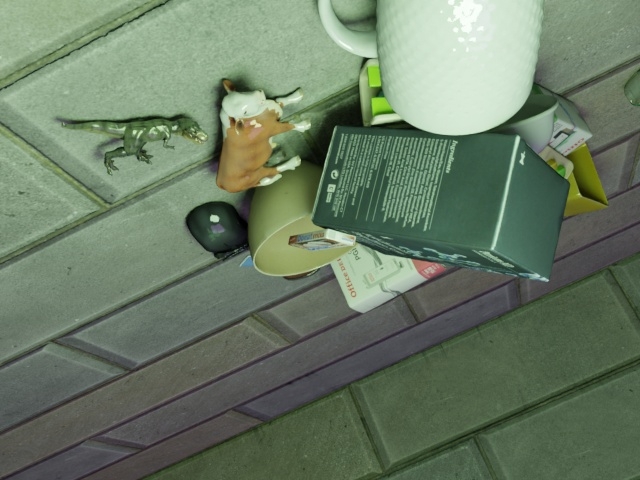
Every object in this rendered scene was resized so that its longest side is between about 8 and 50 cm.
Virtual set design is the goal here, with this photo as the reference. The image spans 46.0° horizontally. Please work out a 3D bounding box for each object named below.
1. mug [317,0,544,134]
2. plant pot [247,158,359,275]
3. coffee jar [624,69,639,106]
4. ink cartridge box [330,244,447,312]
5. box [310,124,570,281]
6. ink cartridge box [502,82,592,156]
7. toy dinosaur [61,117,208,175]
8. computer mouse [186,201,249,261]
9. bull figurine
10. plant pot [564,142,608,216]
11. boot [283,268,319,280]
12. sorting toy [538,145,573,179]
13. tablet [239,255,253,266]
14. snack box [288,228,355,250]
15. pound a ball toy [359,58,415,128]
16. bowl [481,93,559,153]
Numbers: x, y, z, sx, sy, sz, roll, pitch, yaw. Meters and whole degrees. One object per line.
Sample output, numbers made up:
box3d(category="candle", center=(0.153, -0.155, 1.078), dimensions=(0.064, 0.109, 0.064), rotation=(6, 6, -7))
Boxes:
box3d(category="mug", center=(0.179, -0.385, 1.242), dimensions=(0.374, 0.276, 0.328), rotation=(5, 151, 11))
box3d(category="plant pot", center=(-0.049, -0.071, 1.716), dimensions=(0.284, 0.191, 0.284), rotation=(-19, 155, -10))
box3d(category="coffee jar", center=(0.896, -0.405, 1.977), dimensions=(0.184, 0.079, 0.096), rotation=(-10, 152, -27))
box3d(category="ink cartridge box", center=(0.179, 0.050, 2.123), dimensions=(0.283, 0.207, 0.117), rotation=(-30, 158, 14))
box3d(category="box", center=(0.238, -0.074, 1.479), dimensions=(0.395, 0.212, 0.293), rotation=(9, 172, 37))
box3d(category="ink cartridge box", center=(0.521, -0.270, 1.885), dimensions=(0.278, 0.117, 0.201), rotation=(6, 142, -48))
box3d(category="toy dinosaur", center=(-0.350, -0.183, 1.402), dimensions=(0.268, 0.064, 0.118), rotation=(-5, 143, -29))
box3d(category="computer mouse", center=(-0.221, -0.012, 1.829), dimensions=(0.188, 0.072, 0.272), rotation=(-27, 155, 11))
box3d(category="bull figurine", center=(-0.124, -0.208, 1.486), dimensions=(0.188, 0.101, 0.310), rotation=(-13, 153, -25))
box3d(category="plant pot", center=(0.655, -0.168, 2.122), dimensions=(0.187, 0.212, 0.212), rotation=(-27, 157, 36))
box3d(category="boot", center=(-0.034, -0.013, 1.959), dimensions=(0.264, 0.096, 0.280), rotation=(-27, 154, 9))
box3d(category="sorting toy", center=(0.562, -0.133, 1.909), dimensions=(0.208, 0.038, 0.193), rotation=(13, 108, -52))
box3d(category="tablet", center=(-0.178, 0.056, 2.079), dimensions=(0.083, 0.006, 0.054), rotation=(-1, 147, -40))
box3d(category="snack box", center=(0.000, 0.000, 1.532), dimensions=(0.064, 0.022, 0.178), rotation=(14, 170, -25))
box3d(category="pound a ball toy", center=(0.240, -0.333, 1.512), dimensions=(0.319, 0.208, 0.136), rotation=(-6, 176, -8))
box3d(category="bowl", center=(0.383, -0.217, 1.663), dimensions=(0.298, 0.134, 0.298), rotation=(-13, -162, 4))
